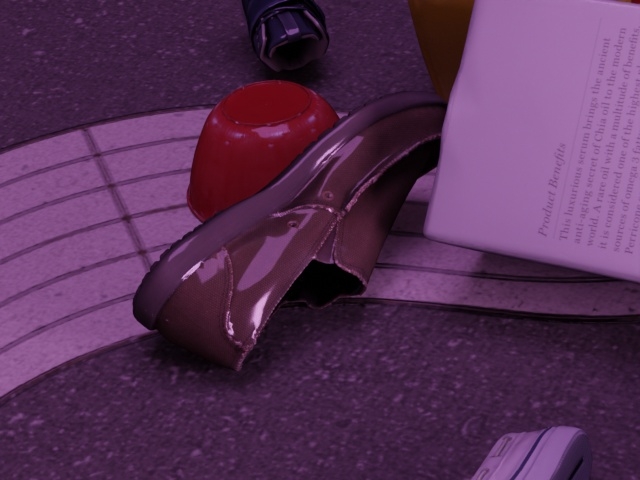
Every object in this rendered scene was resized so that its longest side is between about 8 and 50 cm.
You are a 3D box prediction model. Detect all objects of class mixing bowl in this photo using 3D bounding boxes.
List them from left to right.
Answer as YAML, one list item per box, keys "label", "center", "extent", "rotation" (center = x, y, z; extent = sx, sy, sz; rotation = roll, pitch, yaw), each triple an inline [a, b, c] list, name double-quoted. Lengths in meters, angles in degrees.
- label: "mixing bowl"
  center: [-0.048, -0.093, 1.874]
  extent: [0.181, 0.098, 0.181]
  rotation: [-5, 32, 3]

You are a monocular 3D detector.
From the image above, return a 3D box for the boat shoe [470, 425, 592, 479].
- label: "boat shoe"
  center: [0.131, 0.211, 1.411]
  extent: [0.076, 0.083, 0.226]
  rotation: [-2, 20, 29]

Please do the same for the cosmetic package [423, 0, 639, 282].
- label: "cosmetic package"
  center: [0.337, -0.062, 1.603]
  extent: [0.453, 0.230, 0.161]
  rotation: [13, 0, 26]

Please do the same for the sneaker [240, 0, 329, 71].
- label: "sneaker"
  center: [-0.053, -0.287, 2.058]
  extent: [0.086, 0.226, 0.163]
  rotation: [-18, 37, -3]

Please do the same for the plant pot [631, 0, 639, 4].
- label: "plant pot"
  center: [0.326, -0.418, 2.177]
  extent: [0.267, 0.267, 0.236]
  rotation: [-5, 21, 3]

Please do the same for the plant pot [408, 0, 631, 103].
- label: "plant pot"
  center: [0.212, -0.210, 1.923]
  extent: [0.212, 0.187, 0.212]
  rotation: [1, 34, 12]

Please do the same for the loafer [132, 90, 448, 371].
- label: "loafer"
  center: [0.000, 0.000, 1.720]
  extent: [0.366, 0.134, 0.130]
  rotation: [-38, 78, -26]
